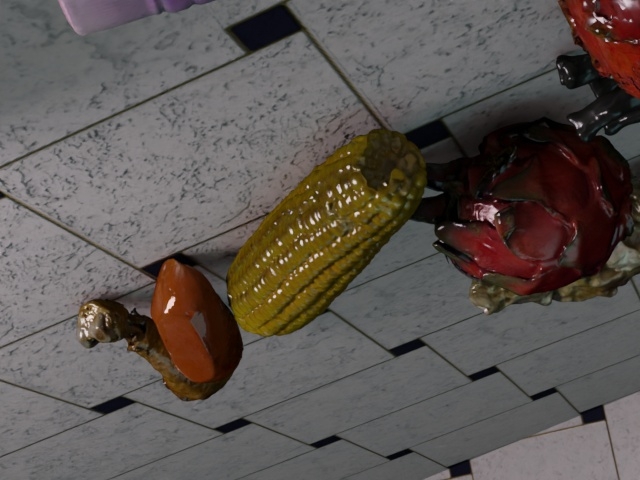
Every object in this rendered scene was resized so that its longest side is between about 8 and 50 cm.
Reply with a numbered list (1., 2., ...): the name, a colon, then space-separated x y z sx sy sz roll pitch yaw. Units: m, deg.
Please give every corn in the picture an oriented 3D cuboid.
1. corn: 0.000 0.000 1.441 0.120 0.120 0.363 -3 156 -32

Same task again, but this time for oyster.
1. oyster: 0.354 0.007 1.740 0.351 0.115 0.238 -20 158 4

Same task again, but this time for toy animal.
1. toy animal: 0.304 -0.170 1.308 0.146 0.115 0.245 -22 -179 29

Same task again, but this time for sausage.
1. sausage: -0.142 0.098 1.556 0.089 0.089 0.179 -20 133 4

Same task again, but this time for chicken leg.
1. chicken leg: -0.193 0.123 1.627 0.087 0.107 0.251 -11 157 34

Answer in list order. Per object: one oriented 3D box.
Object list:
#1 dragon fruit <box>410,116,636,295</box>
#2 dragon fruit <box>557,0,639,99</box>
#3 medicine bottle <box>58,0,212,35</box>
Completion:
1. dragon fruit: 0.216 -0.034 1.460 0.274 0.193 0.192 -12 -172 -11
2. dragon fruit: 0.293 -0.223 0.918 0.295 0.296 0.302 -16 172 -5
3. medicine bottle: -0.047 -0.227 0.808 0.253 0.152 0.152 -18 159 -2
